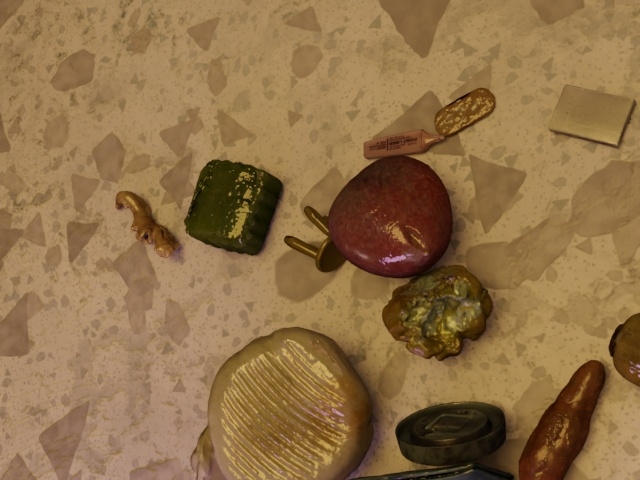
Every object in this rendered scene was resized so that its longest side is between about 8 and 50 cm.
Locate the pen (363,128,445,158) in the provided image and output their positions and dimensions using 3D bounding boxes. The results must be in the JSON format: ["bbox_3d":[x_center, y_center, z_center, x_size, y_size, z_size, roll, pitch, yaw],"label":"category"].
[{"bbox_3d":[0.189,-0.217,1.964,0.197,0.032,0.053,-8,74,28],"label":"pen"}]

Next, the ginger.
[{"bbox_3d":[-0.457,-0.043,2.244,0.089,0.075,0.288,-30,54,-28],"label":"ginger"}]

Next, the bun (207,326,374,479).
[{"bbox_3d":[-0.063,0.370,1.845,0.365,0.219,0.365,-1,83,12],"label":"bun"}]

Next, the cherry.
[{"bbox_3d":[0.154,-0.042,1.818,0.261,0.221,0.307,-42,42,1],"label":"cherry"}]

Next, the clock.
[{"bbox_3d":[0.253,0.371,1.683,0.214,0.215,0.042,-7,100,27],"label":"clock"}]

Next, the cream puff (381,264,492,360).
[{"bbox_3d":[0.241,0.153,1.768,0.220,0.195,0.195,-24,67,9],"label":"cream puff"}]

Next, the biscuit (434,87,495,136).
[{"bbox_3d":[0.316,-0.283,1.920,0.147,0.018,0.071,-29,68,18],"label":"biscuit"}]

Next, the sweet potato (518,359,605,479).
[{"bbox_3d":[0.441,0.386,1.641,0.106,0.095,0.355,15,83,35],"label":"sweet potato"}]

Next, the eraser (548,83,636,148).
[{"bbox_3d":[0.555,-0.254,1.782,0.150,0.023,0.104,20,87,31],"label":"eraser"}]

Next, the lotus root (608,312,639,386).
[{"bbox_3d":[0.657,0.212,1.545,0.278,0.154,0.154,16,85,25],"label":"lotus root"}]

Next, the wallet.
[{"bbox_3d":[0.200,0.468,1.662,0.290,0.251,0.054,-14,68,26],"label":"wallet"}]

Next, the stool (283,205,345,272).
[{"bbox_3d":[0.000,0.000,1.966,0.134,0.135,0.110,-28,51,-31],"label":"stool"}]

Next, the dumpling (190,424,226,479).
[{"bbox_3d":[-0.234,0.484,1.958,0.118,0.136,0.199,-2,66,35],"label":"dumpling"}]

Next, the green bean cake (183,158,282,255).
[{"bbox_3d":[-0.209,-0.082,2.096,0.200,0.113,0.214,11,82,30],"label":"green bean cake"}]
